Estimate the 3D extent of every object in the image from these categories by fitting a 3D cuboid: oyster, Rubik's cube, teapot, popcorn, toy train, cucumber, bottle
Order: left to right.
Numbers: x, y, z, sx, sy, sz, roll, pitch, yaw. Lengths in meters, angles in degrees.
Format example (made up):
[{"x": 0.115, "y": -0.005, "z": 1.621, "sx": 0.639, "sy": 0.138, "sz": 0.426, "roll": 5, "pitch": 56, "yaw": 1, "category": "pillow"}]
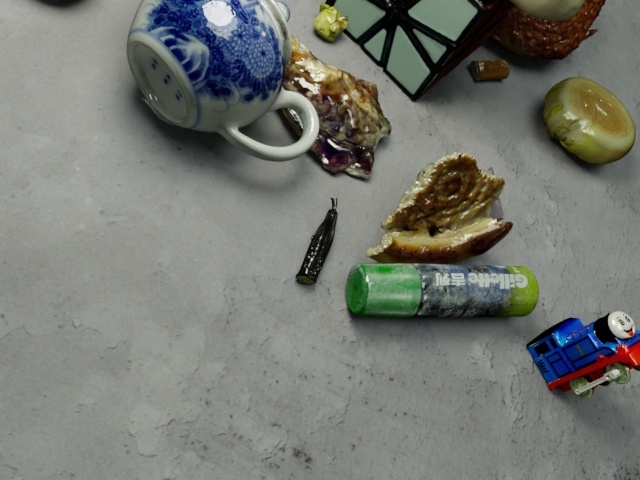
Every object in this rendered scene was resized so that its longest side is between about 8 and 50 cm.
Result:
[{"x": -0.151, "y": -0.313, "z": 0.982, "sx": 0.280, "sy": 0.252, "sz": 0.424, "roll": -41, "pitch": 99, "yaw": -27, "category": "teapot"}, {"x": 0.000, "y": 0.000, "z": 1.031, "sx": 0.039, "sy": 0.043, "sz": 0.163, "roll": 4, "pitch": 54, "yaw": 27, "category": "cucumber"}, {"x": 0.017, "y": -0.439, "z": 1.218, "sx": 0.068, "sy": 0.059, "sz": 0.083, "roll": -8, "pitch": 62, "yaw": -24, "category": "popcorn"}, {"x": 0.018, "y": -0.262, "z": 1.119, "sx": 0.271, "sy": 0.100, "sz": 0.275, "roll": 14, "pitch": 58, "yaw": -32, "category": "oyster"}, {"x": 0.226, "y": -0.509, "z": 1.201, "sx": 0.288, "sy": 0.293, "sz": 0.283, "roll": 48, "pitch": 57, "yaw": 2, "category": "Rubik's cube"}, {"x": 0.209, "y": 0.086, "z": 1.040, "sx": 0.330, "sy": 0.093, "sz": 0.093, "roll": 2, "pitch": 67, "yaw": -20, "category": "bottle"}, {"x": 0.455, "y": 0.186, "z": 1.028, "sx": 0.083, "sy": 0.204, "sz": 0.131, "roll": -18, "pitch": 71, "yaw": -27, "category": "toy train"}]

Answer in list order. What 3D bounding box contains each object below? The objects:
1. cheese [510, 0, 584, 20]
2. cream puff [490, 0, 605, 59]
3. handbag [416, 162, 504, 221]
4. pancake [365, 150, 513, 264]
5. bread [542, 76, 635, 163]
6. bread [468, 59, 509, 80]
[{"x": 0.375, "y": -0.525, "z": 1.026, "sx": 0.351, "sy": 0.129, "sz": 0.328, "roll": -24, "pitch": 75, "yaw": -26, "category": "cheese"}, {"x": 0.495, "y": -0.580, "z": 1.370, "sx": 0.350, "sy": 0.228, "sz": 0.350, "roll": 7, "pitch": 68, "yaw": -19, "category": "cream puff"}, {"x": 0.251, "y": -0.084, "z": 1.132, "sx": 0.173, "sy": 0.095, "sz": 0.117, "roll": 0, "pitch": 69, "yaw": -24, "category": "handbag"}, {"x": 0.222, "y": -0.022, "z": 1.063, "sx": 0.257, "sy": 0.056, "sz": 0.212, "roll": -47, "pitch": 121, "yaw": 6, "category": "pancake"}, {"x": 0.576, "y": -0.257, "z": 1.327, "sx": 0.213, "sy": 0.105, "sz": 0.213, "roll": 8, "pitch": 62, "yaw": -16, "category": "bread"}, {"x": 0.371, "y": -0.374, "z": 1.339, "sx": 0.083, "sy": 0.036, "sz": 0.047, "roll": -9, "pitch": 74, "yaw": -22, "category": "bread"}]
